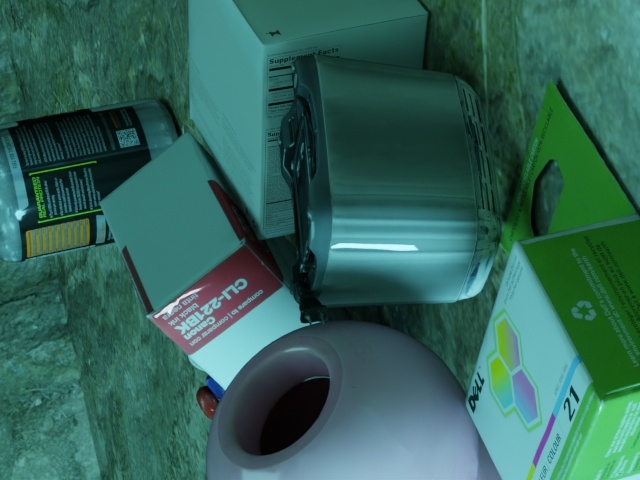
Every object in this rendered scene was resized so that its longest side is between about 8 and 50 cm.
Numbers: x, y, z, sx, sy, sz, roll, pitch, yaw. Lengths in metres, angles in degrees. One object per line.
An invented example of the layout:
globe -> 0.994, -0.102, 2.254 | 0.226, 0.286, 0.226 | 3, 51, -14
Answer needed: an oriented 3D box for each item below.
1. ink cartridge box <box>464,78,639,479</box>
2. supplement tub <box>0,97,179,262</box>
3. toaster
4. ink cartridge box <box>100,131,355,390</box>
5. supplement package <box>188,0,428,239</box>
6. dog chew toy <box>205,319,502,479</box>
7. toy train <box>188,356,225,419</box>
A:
ink cartridge box -> 0.154, 0.049, 1.090 | 0.189, 0.097, 0.255 | 99, 152, -50
supplement tub -> -0.356, -0.080, 2.220 | 0.193, 0.316, 0.193 | 168, 90, -72
toaster -> 0.050, -0.037, 1.220 | 0.129, 0.146, 0.227 | 102, 166, -51
ink cartridge box -> -0.064, 0.060, 1.500 | 0.273, 0.114, 0.197 | 47, -172, -38
supplement package -> -0.017, -0.148, 1.397 | 0.194, 0.149, 0.203 | -121, 26, -44
dog chew toy -> 0.062, 0.207, 1.232 | 0.332, 0.206, 0.206 | 46, -175, -37
toy train -> -0.095, 0.137, 1.809 | 0.248, 0.105, 0.143 | 56, -175, -22
